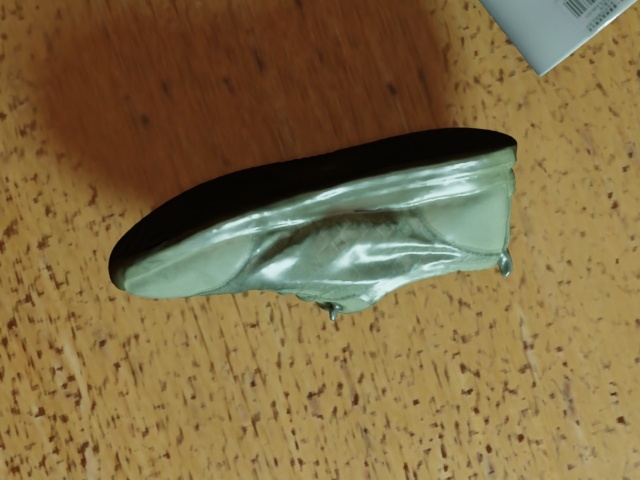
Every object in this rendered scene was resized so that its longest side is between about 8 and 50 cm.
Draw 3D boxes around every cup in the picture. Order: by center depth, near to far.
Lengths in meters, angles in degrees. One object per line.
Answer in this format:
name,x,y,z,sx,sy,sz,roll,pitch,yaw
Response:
cup,0.164,-0.214,0.820,0.173,0.134,0.142,-39,90,0

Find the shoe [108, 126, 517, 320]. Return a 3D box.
shoe,0.000,0.000,0.838,0.275,0.103,0.098,-12,105,0
